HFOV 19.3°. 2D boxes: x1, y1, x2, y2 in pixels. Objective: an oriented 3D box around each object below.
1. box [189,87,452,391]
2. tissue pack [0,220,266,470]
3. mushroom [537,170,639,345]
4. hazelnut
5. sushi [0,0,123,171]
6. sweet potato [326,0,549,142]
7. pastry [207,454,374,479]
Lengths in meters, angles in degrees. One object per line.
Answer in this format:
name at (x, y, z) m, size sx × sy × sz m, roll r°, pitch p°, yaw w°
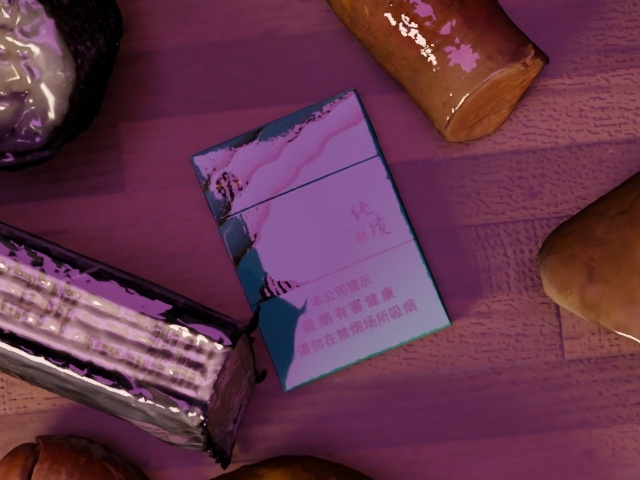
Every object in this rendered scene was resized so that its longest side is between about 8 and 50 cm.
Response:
box at (0.000, 0.000, 1.656) m, size 0.161 × 0.042 × 0.226 m, roll -22°, pitch 86°, yaw 3°
tissue pack at (-0.229, 0.064, 1.569) m, size 0.361 × 0.259 × 0.122 m, roll 21°, pitch 78°, yaw 5°
mushroom at (0.390, -0.016, 1.533) m, size 0.397 × 0.224 × 0.313 m, roll 14°, pitch 91°, yaw 6°
hazelnut at (-0.214, 0.237, 1.628) m, size 0.154 × 0.143 × 0.143 m, roll 11°, pitch 88°, yaw -1°
sushi at (-0.346, -0.169, 1.609) m, size 0.350 × 0.171 × 0.211 m, roll 5°, pitch 107°, yaw 4°
sweet potato at (0.053, -0.236, 1.619) m, size 0.131 × 0.131 × 0.336 m, roll -41°, pitch 85°, yaw 2°
pastry at (-0.002, 0.350, 1.572) m, size 0.356 × 0.164 × 0.356 m, roll 0°, pitch 84°, yaw 1°
